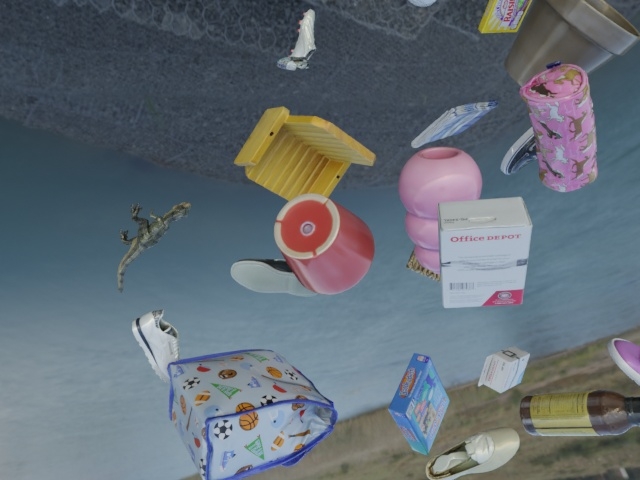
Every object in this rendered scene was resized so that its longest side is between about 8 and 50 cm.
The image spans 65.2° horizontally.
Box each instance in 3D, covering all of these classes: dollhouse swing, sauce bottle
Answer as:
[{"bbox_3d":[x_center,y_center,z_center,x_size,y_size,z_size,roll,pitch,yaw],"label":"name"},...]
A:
[{"bbox_3d":[-0.043,-0.257,1.724,0.346,0.305,0.315,27,101,-38],"label":"dollhouse swing"},{"bbox_3d":[0.682,0.434,1.258,0.111,0.112,0.344,6,161,-40],"label":"sauce bottle"}]

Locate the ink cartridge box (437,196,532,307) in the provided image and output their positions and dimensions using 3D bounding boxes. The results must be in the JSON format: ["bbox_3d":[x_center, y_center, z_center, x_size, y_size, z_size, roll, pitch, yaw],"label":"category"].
[{"bbox_3d":[0.216,0.019,0.676,0.109,0.063,0.151,-3,132,12],"label":"ink cartridge box"}]

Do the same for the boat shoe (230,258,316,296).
[{"bbox_3d":[-0.145,0.114,1.670,0.302,0.091,0.115,16,118,-8],"label":"boat shoe"}]

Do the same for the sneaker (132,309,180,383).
[{"bbox_3d":[-0.437,0.305,1.418,0.094,0.090,0.235,-24,115,-4],"label":"sneaker"}]

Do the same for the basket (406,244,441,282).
[{"bbox_3d":[0.426,0.025,1.642,0.214,0.222,0.299,-67,169,9],"label":"basket"}]

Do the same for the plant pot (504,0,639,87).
[{"bbox_3d":[0.725,-0.595,1.513,0.322,0.323,0.280,1,143,-33],"label":"plant pot"}]

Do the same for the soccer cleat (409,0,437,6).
[{"bbox_3d":[0.220,-0.712,1.161,0.143,0.332,0.116,4,168,-35],"label":"soccer cleat"}]

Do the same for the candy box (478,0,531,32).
[{"bbox_3d":[0.462,-0.592,1.189,0.105,0.027,0.206,-6,146,-12],"label":"candy box"}]

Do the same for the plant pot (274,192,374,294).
[{"bbox_3d":[0.000,0.000,1.457,0.274,0.275,0.243,-21,155,12],"label":"plant pot"}]

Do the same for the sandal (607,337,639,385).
[{"bbox_3d":[0.935,0.345,1.307,0.415,0.169,0.102,26,118,-10],"label":"sandal"}]

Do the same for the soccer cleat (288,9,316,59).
[{"bbox_3d":[-0.043,-0.659,1.651,0.076,0.197,0.068,18,180,10],"label":"soccer cleat"}]

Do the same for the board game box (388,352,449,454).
[{"bbox_3d":[0.248,0.405,1.236,0.047,0.160,0.210,6,139,38],"label":"board game box"}]

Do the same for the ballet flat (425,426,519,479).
[{"bbox_3d":[0.349,0.509,1.183,0.086,0.086,0.248,13,134,-47],"label":"ballet flat"}]

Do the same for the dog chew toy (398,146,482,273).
[{"bbox_3d":[0.308,-0.066,1.294,0.206,0.207,0.332,-12,116,-10],"label":"dog chew toy"}]

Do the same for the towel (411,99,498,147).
[{"bbox_3d":[0.455,-0.394,1.697,0.284,0.034,0.209,-22,170,-39],"label":"towel"}]

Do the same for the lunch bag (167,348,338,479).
[{"bbox_3d":[-0.188,0.461,1.387,0.385,0.327,0.239,-7,110,-33],"label":"lunch bag"}]

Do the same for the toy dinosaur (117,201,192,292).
[{"bbox_3d":[-0.434,-0.014,1.217,0.268,0.118,0.064,-50,155,-2],"label":"toy dinosaur"}]

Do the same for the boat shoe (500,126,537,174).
[{"bbox_3d":[0.743,-0.321,1.698,0.108,0.102,0.301,1,139,-43],"label":"boat shoe"}]

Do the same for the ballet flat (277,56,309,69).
[{"bbox_3d":[-0.076,-0.527,1.495,0.114,0.041,0.041,-23,165,-40],"label":"ballet flat"}]

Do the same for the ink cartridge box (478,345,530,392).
[{"bbox_3d":[0.554,0.390,1.508,0.180,0.060,0.104,-2,109,-45],"label":"ink cartridge box"}]

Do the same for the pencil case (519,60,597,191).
[{"bbox_3d":[0.673,-0.301,1.401,0.159,0.167,0.386,-22,136,17],"label":"pencil case"}]
